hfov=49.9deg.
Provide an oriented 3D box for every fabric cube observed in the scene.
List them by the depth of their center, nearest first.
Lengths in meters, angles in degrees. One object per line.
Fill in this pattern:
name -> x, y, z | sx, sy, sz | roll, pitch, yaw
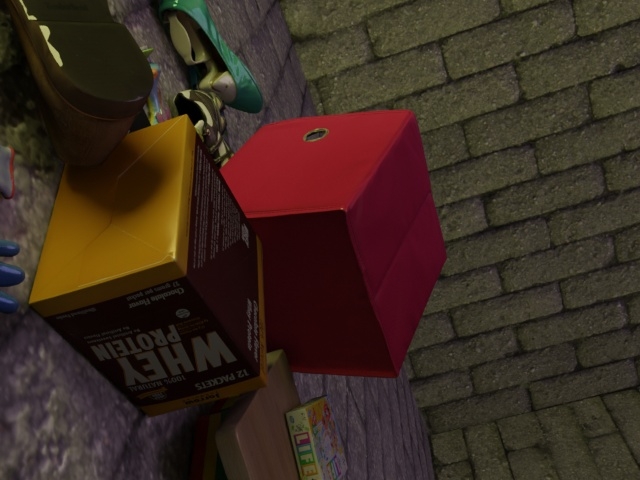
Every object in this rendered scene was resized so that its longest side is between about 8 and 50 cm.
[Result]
fabric cube -> 0.000, 0.000, 0.935 | 0.258, 0.254, 0.259 | -55, 135, -47

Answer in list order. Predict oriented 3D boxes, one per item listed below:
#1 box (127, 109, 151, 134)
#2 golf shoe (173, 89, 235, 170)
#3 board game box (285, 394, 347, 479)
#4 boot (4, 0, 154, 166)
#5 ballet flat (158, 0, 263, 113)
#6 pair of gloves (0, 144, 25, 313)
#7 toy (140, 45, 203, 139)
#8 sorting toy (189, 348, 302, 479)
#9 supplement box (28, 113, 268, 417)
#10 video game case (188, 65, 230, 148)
box -> -0.209, -0.094, 0.734 | 0.083, 0.052, 0.062 | -87, 159, -60
golf shoe -> -0.169, -0.126, 1.002 | 0.094, 0.077, 0.198 | 1, 67, -66
board game box -> -0.002, 0.257, 0.871 | 0.154, 0.026, 0.104 | 28, 48, -77
boot -> -0.248, -0.201, 0.630 | 0.112, 0.115, 0.305 | -6, 60, -36
ballet flat -> -0.184, -0.289, 1.109 | 0.247, 0.083, 0.087 | 58, 46, -31
pair of gloves -> -0.257, -0.043, 0.464 | 0.159, 0.023, 0.198 | 56, 21, -62
toy -> -0.190, -0.135, 0.899 | 0.137, 0.056, 0.237 | -78, 150, -68
sorting toy -> -0.068, 0.292, 0.790 | 0.255, 0.089, 0.257 | -50, 124, -79
supplement box -> -0.146, 0.027, 0.656 | 0.194, 0.129, 0.191 | 64, 14, -45
video game case -> -0.184, -0.201, 1.167 | 0.119, 0.015, 0.166 | 51, 25, -65
